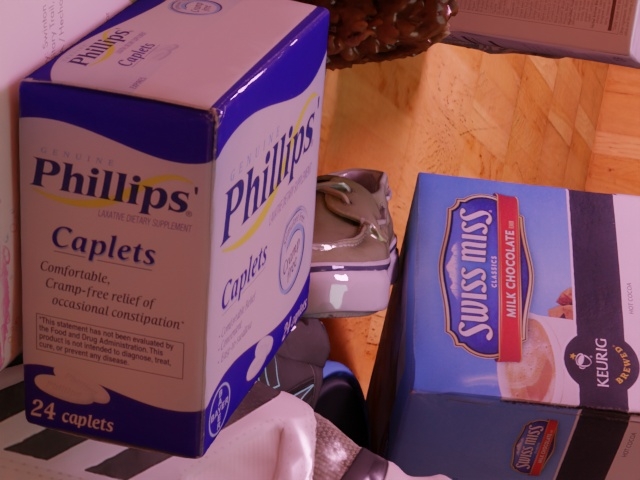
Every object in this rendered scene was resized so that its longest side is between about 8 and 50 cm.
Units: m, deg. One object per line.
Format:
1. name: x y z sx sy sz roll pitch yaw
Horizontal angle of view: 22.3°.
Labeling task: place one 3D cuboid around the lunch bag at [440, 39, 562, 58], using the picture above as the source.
1. lunch bag: 0.154 -0.276 1.382 0.287 0.169 0.235 -32 128 -78

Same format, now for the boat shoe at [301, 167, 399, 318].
1. boat shoe: 0.000 0.000 1.182 0.302 0.109 0.094 -38 125 -80

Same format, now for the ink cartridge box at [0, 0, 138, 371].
1. ink cartridge box: -0.175 -0.033 0.513 0.353 0.119 0.207 -51 149 -59

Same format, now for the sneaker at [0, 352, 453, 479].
1. sneaker: -0.143 0.224 0.637 0.447 0.257 0.169 -59 180 -31

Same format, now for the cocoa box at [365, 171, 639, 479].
1. cocoa box: 0.160 0.146 1.369 0.347 0.228 0.231 100 -3 -50

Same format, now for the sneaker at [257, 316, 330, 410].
1. sneaker: -0.062 0.091 0.938 0.267 0.101 0.106 14 76 -64

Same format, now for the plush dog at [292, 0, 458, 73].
1. plush dog: -0.049 -0.131 0.750 0.210 0.262 0.225 44 36 -32

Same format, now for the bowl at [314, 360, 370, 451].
1. bowl: -0.051 0.261 1.184 0.391 0.077 0.391 11 90 -74

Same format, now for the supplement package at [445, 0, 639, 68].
1. supplement package: 0.122 -0.210 1.165 0.134 0.244 0.139 -5 106 -72

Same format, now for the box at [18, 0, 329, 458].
1. box: -0.052 -0.012 0.607 0.126 0.072 0.137 -54 151 -60
